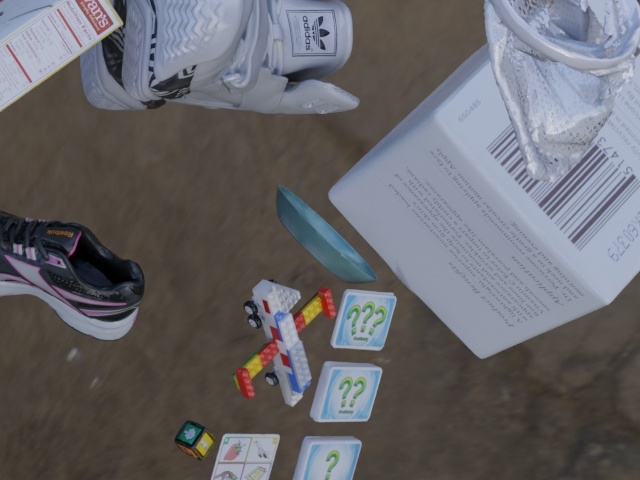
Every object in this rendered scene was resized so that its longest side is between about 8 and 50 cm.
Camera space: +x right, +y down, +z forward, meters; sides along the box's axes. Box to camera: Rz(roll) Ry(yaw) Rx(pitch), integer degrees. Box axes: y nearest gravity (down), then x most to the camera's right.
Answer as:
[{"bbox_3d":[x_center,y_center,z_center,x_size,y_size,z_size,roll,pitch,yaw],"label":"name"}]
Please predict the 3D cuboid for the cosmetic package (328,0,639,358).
[{"bbox_3d":[0.130,-0.042,1.129,0.151,0.184,0.151,47,66,-4],"label":"cosmetic package"}]

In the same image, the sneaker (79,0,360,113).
[{"bbox_3d":[-0.057,-0.169,1.388,0.210,0.366,0.137,-2,89,-17],"label":"sneaker"}]

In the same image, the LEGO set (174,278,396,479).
[{"bbox_3d":[-0.014,0.126,1.480,0.060,0.244,0.182,19,96,36],"label":"LEGO set"}]

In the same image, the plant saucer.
[{"bbox_3d":[0.000,0.000,1.581,0.119,0.119,0.021,43,96,-2],"label":"plant saucer"}]

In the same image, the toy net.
[{"bbox_3d":[0.088,-0.138,0.632,0.122,0.045,0.232,7,85,-47],"label":"toy net"}]

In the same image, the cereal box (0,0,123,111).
[{"bbox_3d":[-0.267,-0.103,1.267,0.240,0.173,0.047,-39,111,-18],"label":"cereal box"}]

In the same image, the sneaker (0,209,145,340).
[{"bbox_3d":[-0.210,0.006,1.379,0.178,0.077,0.072,21,54,-14],"label":"sneaker"}]
